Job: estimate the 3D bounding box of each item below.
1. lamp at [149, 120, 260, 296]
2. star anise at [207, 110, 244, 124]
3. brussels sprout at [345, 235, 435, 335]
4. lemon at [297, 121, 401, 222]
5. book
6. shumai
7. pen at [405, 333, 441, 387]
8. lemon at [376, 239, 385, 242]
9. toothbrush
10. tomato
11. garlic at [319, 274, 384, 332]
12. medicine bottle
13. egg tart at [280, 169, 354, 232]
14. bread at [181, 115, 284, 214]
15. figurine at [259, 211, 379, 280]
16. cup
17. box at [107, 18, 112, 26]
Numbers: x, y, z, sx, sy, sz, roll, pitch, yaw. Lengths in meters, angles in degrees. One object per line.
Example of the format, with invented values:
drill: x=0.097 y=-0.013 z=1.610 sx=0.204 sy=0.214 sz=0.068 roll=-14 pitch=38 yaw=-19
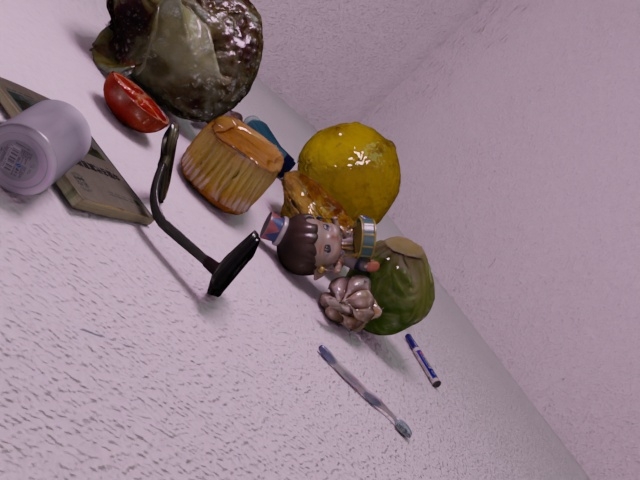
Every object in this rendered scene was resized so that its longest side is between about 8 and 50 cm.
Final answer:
lamp: x=-0.224 y=-0.032 z=1.268 sx=0.283 sy=0.124 sz=0.203 roll=53 pitch=-21 yaw=11
star anise: x=-0.297 y=-0.365 z=2.090 sx=0.257 sy=0.111 sz=0.198 roll=-26 pitch=98 yaw=-62
brussels sprout: x=0.169 y=0.115 z=1.823 sx=0.244 sy=0.244 sz=0.244 roll=45 pitch=12 yaw=-12
lemon: x=0.094 y=-0.197 z=2.401 sx=0.350 sy=0.350 sz=0.387 roll=-118 pitch=-167 yaw=-52
book: x=-0.400 y=-0.143 z=1.186 sx=0.282 sy=0.025 sz=0.215 roll=49 pitch=10 yaw=16
shumai: x=-0.358 y=-0.514 z=1.769 sx=0.395 sy=0.395 sz=0.348 roll=52 pitch=11 yaw=22
pen: x=0.286 y=0.334 z=2.072 sx=0.025 sy=0.025 sz=0.204 roll=38 pitch=14 yaw=-37
lemon: x=0.216 y=0.096 z=2.226 sx=0.244 sy=0.187 sz=0.187 roll=47 pitch=10 yaw=29
toothbrush: x=0.091 y=0.304 z=1.476 sx=0.269 sy=0.021 sz=0.027 roll=45 pitch=6 yaw=-9
tomato: x=-0.392 y=-0.273 z=1.536 sx=0.155 sy=0.069 sz=0.155 roll=43 pitch=9 yaw=-9
garlic: x=0.050 y=0.138 z=1.671 sx=0.194 sy=0.131 sz=0.127 roll=12 pitch=54 yaw=-59
medicine bottle: x=-0.181 y=-0.319 z=2.434 sx=0.124 sy=0.079 sz=0.258 roll=31 pitch=19 yaw=-44
egg tart: x=-0.007 y=-0.045 z=2.027 sx=0.341 sy=0.129 sz=0.341 roll=46 pitch=12 yaw=-13
bread: x=-0.206 y=-0.170 z=1.675 sx=0.204 sy=0.156 sz=0.288 roll=35 pitch=17 yaw=-16
figurine: x=-0.002 y=0.005 z=1.696 sx=0.158 sy=0.275 sz=0.161 roll=106 pitch=-18 yaw=-57
cup: x=-0.395 y=-0.123 z=0.990 sx=0.133 sy=0.136 sz=0.099 roll=-83 pitch=160 yaw=-65
box: x=-0.483 y=-0.520 z=2.107 sx=0.285 sy=0.044 sz=0.142 roll=37 pitch=13 yaw=-40
